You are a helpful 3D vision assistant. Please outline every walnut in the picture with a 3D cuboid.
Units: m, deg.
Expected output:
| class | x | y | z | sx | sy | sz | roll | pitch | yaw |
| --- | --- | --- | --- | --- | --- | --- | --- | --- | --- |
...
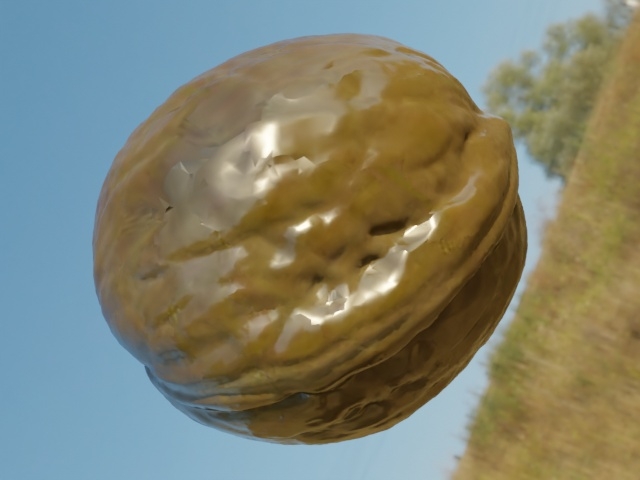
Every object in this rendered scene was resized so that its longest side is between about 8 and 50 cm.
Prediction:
| class | x | y | z | sx | sy | sz | roll | pitch | yaw |
| --- | --- | --- | --- | --- | --- | --- | --- | --- | --- |
| walnut | 0.000 | 0.000 | 0.934 | 0.333 | 0.333 | 0.333 | -56 | -23 | -38 |
